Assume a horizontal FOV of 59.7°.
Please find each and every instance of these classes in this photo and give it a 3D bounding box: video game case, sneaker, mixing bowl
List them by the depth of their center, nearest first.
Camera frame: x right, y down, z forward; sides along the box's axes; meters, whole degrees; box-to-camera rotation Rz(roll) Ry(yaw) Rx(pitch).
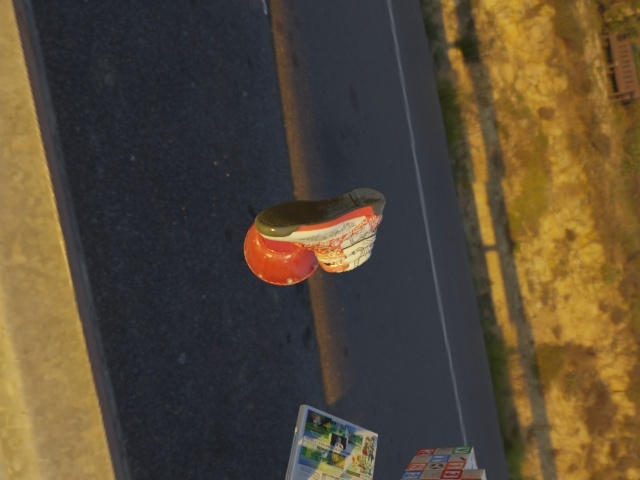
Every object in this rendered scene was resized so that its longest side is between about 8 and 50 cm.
[{"bbox_3d":[0.001,0.000,0.990,0.270,0.090,0.145,-16,129,-37],"label":"sneaker"},{"bbox_3d":[-0.084,-0.001,1.226,0.098,0.181,0.182,89,-1,-72],"label":"mixing bowl"},{"bbox_3d":[0.037,0.698,1.700,0.329,0.036,0.300,32,55,-31],"label":"video game case"}]

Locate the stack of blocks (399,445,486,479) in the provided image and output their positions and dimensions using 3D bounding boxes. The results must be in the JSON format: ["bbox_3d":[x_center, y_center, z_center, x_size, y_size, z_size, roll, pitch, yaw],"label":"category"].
[{"bbox_3d":[0.255,0.519,1.138,0.297,0.171,0.087,-5,84,-66],"label":"stack of blocks"}]
